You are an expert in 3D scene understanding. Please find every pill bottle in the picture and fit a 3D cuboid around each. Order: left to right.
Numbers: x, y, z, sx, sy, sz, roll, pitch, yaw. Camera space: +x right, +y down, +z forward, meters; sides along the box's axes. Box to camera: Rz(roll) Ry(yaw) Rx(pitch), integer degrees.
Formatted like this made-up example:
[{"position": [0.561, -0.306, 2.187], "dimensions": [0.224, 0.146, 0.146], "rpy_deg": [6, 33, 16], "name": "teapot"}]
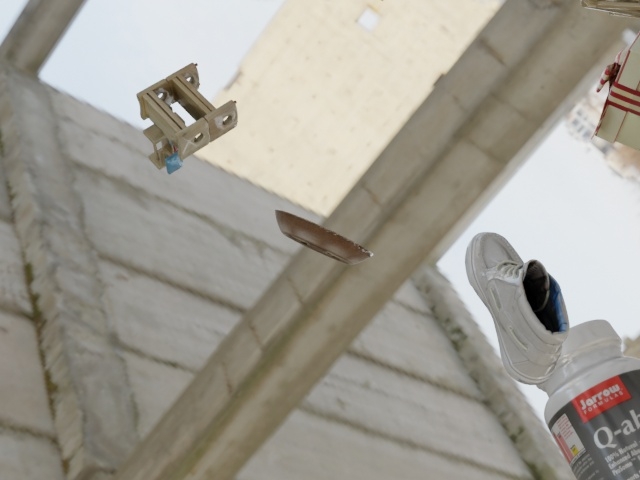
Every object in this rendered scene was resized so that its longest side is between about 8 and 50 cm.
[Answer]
[{"position": [0.517, 0.333, 1.806], "dimensions": [0.210, 0.210, 0.363], "rpy_deg": [16, -140, -50], "name": "pill bottle"}]

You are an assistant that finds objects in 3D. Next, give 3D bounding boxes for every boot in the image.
[{"position": [0.275, 0.060, 1.423], "dimensions": [0.095, 0.123, 0.258], "rpy_deg": [-2, -131, -17], "name": "boot"}]

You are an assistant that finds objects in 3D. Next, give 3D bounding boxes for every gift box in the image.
[{"position": [0.734, -0.309, 2.255], "dimensions": [0.258, 0.276, 0.255], "rpy_deg": [27, -141, 15], "name": "gift box"}]

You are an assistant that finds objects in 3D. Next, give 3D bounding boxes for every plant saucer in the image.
[{"position": [0.000, 0.000, 1.911], "dimensions": [0.198, 0.036, 0.198], "rpy_deg": [24, 176, 2], "name": "plant saucer"}]

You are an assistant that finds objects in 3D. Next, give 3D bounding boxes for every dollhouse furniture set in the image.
[{"position": [-0.234, -0.198, 1.893], "dimensions": [0.129, 0.129, 0.184], "rpy_deg": [45, 156, 25], "name": "dollhouse furniture set"}]

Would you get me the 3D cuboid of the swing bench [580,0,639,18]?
[{"position": [0.610, -0.542, 1.927], "dimensions": [0.165, 0.253, 0.254], "rpy_deg": [12, -168, 29], "name": "swing bench"}]
